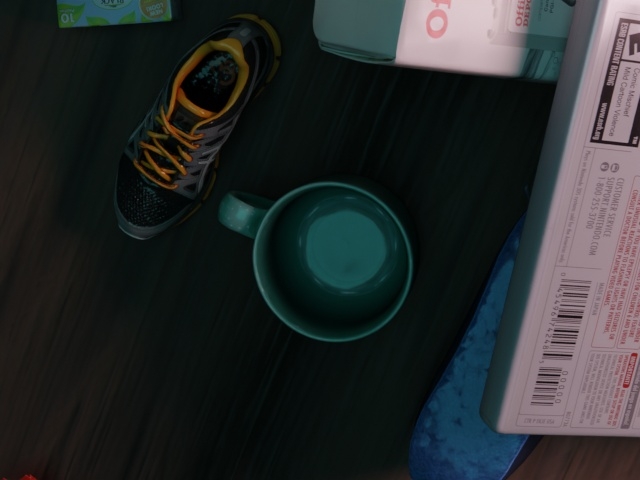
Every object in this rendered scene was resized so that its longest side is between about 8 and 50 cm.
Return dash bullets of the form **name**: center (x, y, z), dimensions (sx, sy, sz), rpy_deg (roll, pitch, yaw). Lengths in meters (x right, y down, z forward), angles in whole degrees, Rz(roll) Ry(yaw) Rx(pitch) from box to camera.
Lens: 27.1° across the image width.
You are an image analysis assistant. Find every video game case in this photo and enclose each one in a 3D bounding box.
- **video game case**: center (0.286, -0.009, 0.961), dimensions (0.299, 0.036, 0.329), rpy_deg (4, 108, -20)

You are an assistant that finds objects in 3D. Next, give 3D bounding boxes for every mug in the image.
- **mug**: center (0.009, -0.001, 1.088), dimensions (0.129, 0.097, 0.158), rpy_deg (-33, 92, 14)

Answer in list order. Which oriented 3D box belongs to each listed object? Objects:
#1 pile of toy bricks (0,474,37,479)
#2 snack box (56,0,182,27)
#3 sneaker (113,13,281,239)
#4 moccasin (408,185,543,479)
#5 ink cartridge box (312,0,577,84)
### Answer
- **pile of toy bricks**: center (-0.206, 0.287, 1.183), dimensions (0.212, 0.118, 0.105), rpy_deg (33, 75, 19)
- **snack box**: center (-0.173, -0.251, 1.109), dimensions (0.100, 0.037, 0.141), rpy_deg (-2, 99, 11)
- **sneaker**: center (-0.114, -0.094, 1.103), dimensions (0.084, 0.083, 0.215), rpy_deg (31, 104, 2)
- **moccasin**: center (0.177, 0.052, 1.063), dimensions (0.137, 0.117, 0.342), rpy_deg (40, 102, 9)
- **ink cartridge box**: center (0.154, -0.217, 0.947), dimensions (0.283, 0.117, 0.207), rpy_deg (1, 103, -29)
